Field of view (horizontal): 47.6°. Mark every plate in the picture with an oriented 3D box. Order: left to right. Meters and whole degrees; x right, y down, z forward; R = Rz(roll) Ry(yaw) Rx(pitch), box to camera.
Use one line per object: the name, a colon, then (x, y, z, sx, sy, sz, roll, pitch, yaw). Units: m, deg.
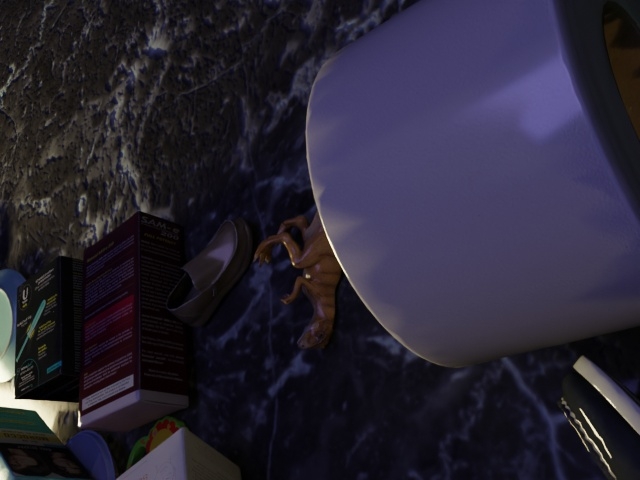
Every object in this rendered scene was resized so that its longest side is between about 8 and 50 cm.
plate: (-0.532, 0.139, 1.196, 0.188, 0.024, 0.188, -5, 81, 37)

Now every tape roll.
tape roll: (0.132, -0.054, 0.471, 0.169, 0.246, 0.246, -24, 63, 38)

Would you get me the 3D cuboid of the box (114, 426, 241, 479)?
box: (-0.143, 0.291, 0.687, 0.130, 0.091, 0.170, -38, 30, 9)

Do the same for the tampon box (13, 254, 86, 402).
tampon box: (-0.332, 0.122, 0.969, 0.120, 0.101, 0.161, -28, 59, 35)

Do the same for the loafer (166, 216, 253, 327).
loafer: (-0.128, 0.037, 0.832, 0.056, 0.050, 0.148, 42, 108, 42)

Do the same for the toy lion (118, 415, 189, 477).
toy lion: (-0.191, 0.254, 0.849, 0.100, 0.034, 0.096, -6, 67, 43)

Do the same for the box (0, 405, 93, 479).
box: (-0.391, 0.286, 0.943, 0.244, 0.100, 0.060, 16, 87, 51)

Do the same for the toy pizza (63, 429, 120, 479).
toy pizza: (-0.303, 0.346, 0.924, 0.201, 0.032, 0.201, -21, 61, 43)

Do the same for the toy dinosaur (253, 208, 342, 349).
toy dinosaur: (0.000, 0.000, 0.725, 0.112, 0.064, 0.211, 11, 96, 27)

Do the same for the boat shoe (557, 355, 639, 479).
boat shoe: (0.221, 0.222, 0.391, 0.113, 0.127, 0.340, -42, 61, 13)

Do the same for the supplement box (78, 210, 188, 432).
supplement box: (-0.231, 0.100, 0.890, 0.130, 0.073, 0.239, -28, 57, 35)
